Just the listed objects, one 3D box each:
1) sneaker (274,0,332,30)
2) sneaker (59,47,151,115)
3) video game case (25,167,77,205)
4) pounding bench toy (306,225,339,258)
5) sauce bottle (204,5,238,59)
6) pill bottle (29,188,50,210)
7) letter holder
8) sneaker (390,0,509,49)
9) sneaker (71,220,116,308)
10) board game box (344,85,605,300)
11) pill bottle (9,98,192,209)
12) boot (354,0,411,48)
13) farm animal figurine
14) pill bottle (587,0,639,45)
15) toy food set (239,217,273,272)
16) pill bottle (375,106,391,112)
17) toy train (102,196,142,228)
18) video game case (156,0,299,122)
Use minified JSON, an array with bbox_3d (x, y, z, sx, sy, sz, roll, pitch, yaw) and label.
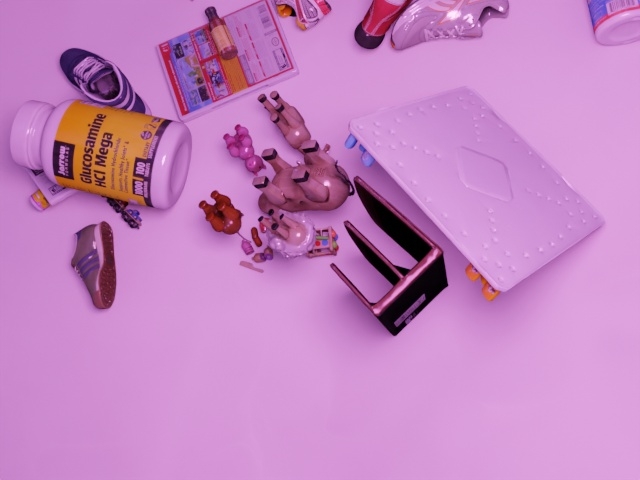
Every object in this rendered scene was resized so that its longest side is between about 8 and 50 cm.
[{"bbox_3d":[-0.079,-0.555,1.601,0.093,0.088,0.225,-46,66,10],"label":"sneaker"},{"bbox_3d":[-0.503,-0.366,1.601,0.282,0.153,0.099,41,86,17],"label":"sneaker"},{"bbox_3d":[-0.562,-0.191,1.614,0.190,0.022,0.173,-35,72,-15],"label":"video game case"},{"bbox_3d":[0.000,0.000,1.451,0.065,0.083,0.052,-7,75,10],"label":"pounding bench toy"},{"bbox_3d":[-0.223,-0.463,1.603,0.042,0.042,0.128,-24,72,4],"label":"sauce bottle"},{"bbox_3d":[-0.606,-0.106,1.615,0.083,0.043,0.043,-39,73,-1],"label":"pill bottle"},{"bbox_3d":[0.100,0.033,1.309,0.152,0.302,0.214,-44,73,-2],"label":"letter holder"},{"bbox_3d":[0.274,-0.460,1.506,0.263,0.099,0.121,-30,77,4],"label":"sneaker"},{"bbox_3d":[-0.492,0.058,1.548,0.086,0.064,0.192,-10,74,16],"label":"sneaker"},{"bbox_3d":[0.286,-0.107,1.314,0.390,0.050,0.390,-24,66,-42],"label":"board game box"},{"bbox_3d":[-0.454,-0.187,1.502,0.334,0.188,0.187,13,79,2],"label":"pill bottle"},{"bbox_3d":[0.151,-0.511,1.547,0.088,0.176,0.244,34,47,1],"label":"boot"},{"bbox_3d":[-0.062,-0.122,1.443,0.327,0.172,0.330,15,70,43],"label":"farm animal figurine"},{"bbox_3d":[0.593,-0.516,1.441,0.124,0.124,0.221,-8,75,9],"label":"pill bottle"},{"bbox_3d":[-0.125,0.002,1.508,0.078,0.019,0.122,18,81,15],"label":"toy food set"},{"bbox_3d":[0.136,-0.224,1.459,0.067,0.120,0.067,-2,76,10],"label":"pill bottle"},{"bbox_3d":[-0.444,-0.083,1.588,0.036,0.027,0.158,-42,72,-13],"label":"toy train"},{"bbox_3d":[-0.212,-0.407,1.622,0.285,0.025,0.204,-22,74,5],"label":"video game case"}]
